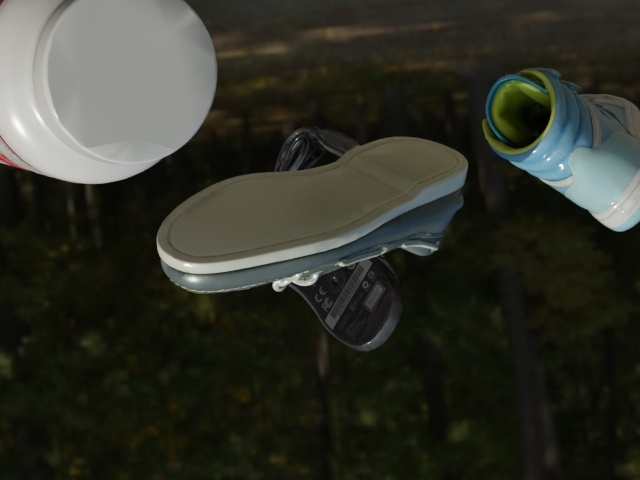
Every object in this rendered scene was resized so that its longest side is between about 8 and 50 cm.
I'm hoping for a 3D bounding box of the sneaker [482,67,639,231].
[{"bbox_3d":[0.273,-0.143,1.809,0.208,0.127,0.319,32,-168,-15],"label":"sneaker"}]

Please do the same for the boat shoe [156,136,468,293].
[{"bbox_3d":[0.000,0.000,1.239,0.116,0.099,0.319,30,-146,33],"label":"boat shoe"}]

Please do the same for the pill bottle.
[{"bbox_3d":[-0.263,-0.179,1.635,0.229,0.229,0.407,-7,-171,-25],"label":"pill bottle"}]

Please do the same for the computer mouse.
[{"bbox_3d":[0.028,-0.007,1.646,0.060,0.184,0.262,16,-165,-47],"label":"computer mouse"}]
